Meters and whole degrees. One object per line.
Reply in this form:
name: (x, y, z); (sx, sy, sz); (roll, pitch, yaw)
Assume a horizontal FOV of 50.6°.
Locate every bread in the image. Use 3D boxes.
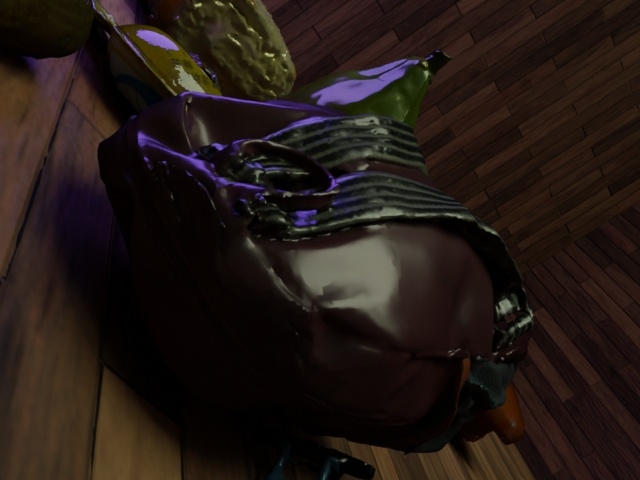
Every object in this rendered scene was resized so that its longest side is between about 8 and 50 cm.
bread: (-0.186, -0.383, 1.080); (0.236, 0.165, 0.375); (44, 16, -49)

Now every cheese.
cheese: (-0.166, -0.168, 0.666); (0.270, 0.069, 0.177); (48, 0, 20)

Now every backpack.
backpack: (0.000, 0.006, 0.465); (0.317, 0.197, 0.283); (21, 33, -59)

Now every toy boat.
toy boat: (-0.157, -0.190, 0.829); (0.066, 0.065, 0.172); (67, -5, -34)

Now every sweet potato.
sweet potato: (-0.209, -0.156, 0.395); (0.081, 0.062, 0.233); (42, 8, 12)

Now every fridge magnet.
fridge magnet: (0.264, 0.239, 1.324); (0.363, 0.155, 0.363); (54, 7, -10)

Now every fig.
fig: (0.031, -0.136, 0.974); (0.233, 0.314, 0.233); (34, -11, 7)

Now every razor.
razor: (-0.038, 0.130, 0.321); (0.082, 0.042, 0.253); (15, -4, 17)
